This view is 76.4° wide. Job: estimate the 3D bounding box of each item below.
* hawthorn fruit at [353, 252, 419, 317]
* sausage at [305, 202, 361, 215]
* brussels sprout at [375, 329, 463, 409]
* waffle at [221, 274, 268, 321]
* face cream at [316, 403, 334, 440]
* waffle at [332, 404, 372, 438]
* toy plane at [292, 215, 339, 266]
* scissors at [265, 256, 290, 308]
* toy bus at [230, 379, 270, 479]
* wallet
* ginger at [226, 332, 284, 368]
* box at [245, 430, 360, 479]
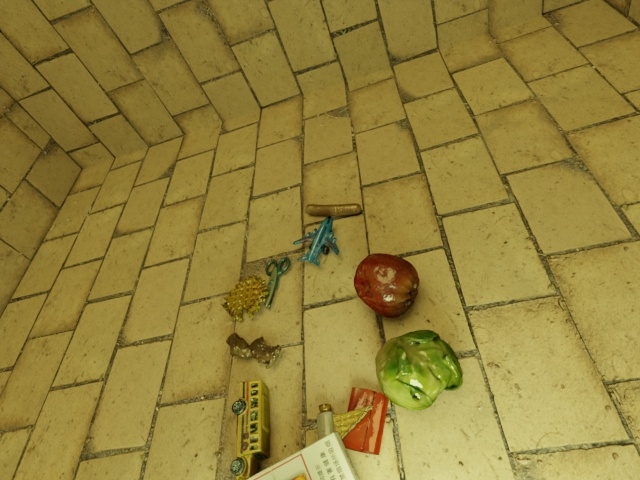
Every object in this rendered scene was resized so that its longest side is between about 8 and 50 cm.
[{"bbox_3d":[0.260,0.171,1.618,0.262,0.258,0.258,27,63,8],"label":"hawthorn fruit"},{"bbox_3d":[0.066,-0.160,2.107,0.301,0.065,0.065,1,52,27],"label":"sausage"},{"bbox_3d":[0.323,0.434,1.377,0.294,0.227,0.259,17,46,43],"label":"brussels sprout"},{"bbox_3d":[-0.351,0.268,1.916,0.229,0.051,0.231,24,73,46],"label":"waffle"},{"bbox_3d":[0.024,0.668,1.423,0.072,0.051,0.182,-21,47,15],"label":"face cream"},{"bbox_3d":[0.113,0.622,1.379,0.153,0.023,0.097,-22,44,16],"label":"waffle"},{"bbox_3d":[0.000,0.000,1.968,0.254,0.105,0.271,13,57,31],"label":"toy plane"},{"bbox_3d":[-0.223,0.199,1.940,0.138,0.041,0.289,-11,48,23],"label":"scissors"},{"bbox_3d":[-0.250,0.689,1.485,0.123,0.121,0.335,-12,47,5],"label":"toy bus"},{"bbox_3d":[0.154,0.620,1.410,0.142,0.045,0.204,0,52,26],"label":"wallet"},{"bbox_3d":[-0.297,0.453,1.727,0.290,0.084,0.122,8,62,30],"label":"ginger"},{"bbox_3d":[-0.048,0.785,1.287,0.330,0.095,0.210,-29,64,2],"label":"box"}]
